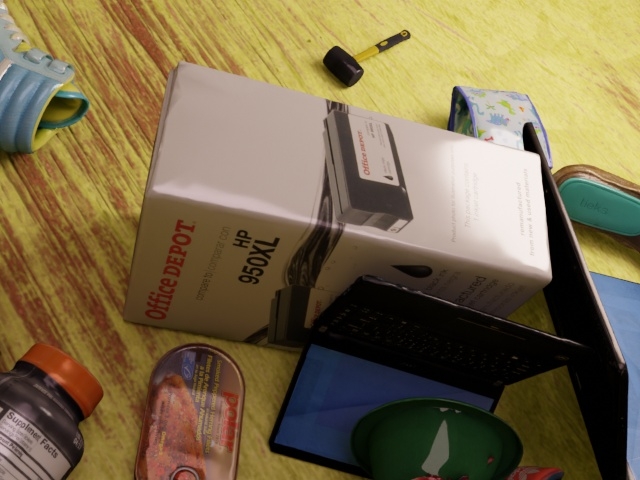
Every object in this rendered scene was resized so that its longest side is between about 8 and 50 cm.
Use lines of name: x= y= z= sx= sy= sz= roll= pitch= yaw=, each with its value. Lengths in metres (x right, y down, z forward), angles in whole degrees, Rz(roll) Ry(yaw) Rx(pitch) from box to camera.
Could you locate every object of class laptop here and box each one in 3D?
laptop: x=0.096 y=0.164 z=0.756 sx=0.234 sy=0.264 sz=0.136 roll=18 pitch=66 yaw=-10
laptop: x=0.411 y=0.101 z=0.895 sx=0.236 sy=0.408 sz=0.382 roll=-12 pitch=43 yaw=9

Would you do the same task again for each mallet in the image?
mallet: x=0.089 y=-0.294 z=1.183 sx=0.190 sy=0.039 sz=0.062 roll=-27 pitch=71 yaw=-35

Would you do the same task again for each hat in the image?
hat: x=0.102 y=0.271 z=0.716 sx=0.209 sy=0.173 sz=0.183 roll=21 pitch=40 yaw=-12

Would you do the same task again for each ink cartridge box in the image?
ink cartridge box: x=0.000 y=0.000 z=0.818 sx=0.395 sy=0.285 sz=0.166 roll=12 pitch=57 yaw=-12

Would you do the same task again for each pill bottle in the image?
pill bottle: x=-0.306 y=0.210 z=0.674 sx=0.130 sy=0.130 sz=0.245 roll=34 pitch=54 yaw=2

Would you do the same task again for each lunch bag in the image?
lunch bag: x=0.266 y=-0.163 z=1.130 sx=0.129 sy=0.096 sz=0.151 roll=4 pitch=69 yaw=-18

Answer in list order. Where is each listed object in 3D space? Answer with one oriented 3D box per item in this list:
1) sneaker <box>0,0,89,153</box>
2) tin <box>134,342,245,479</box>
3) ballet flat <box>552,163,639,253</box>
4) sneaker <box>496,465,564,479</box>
sneaker: x=-0.385 y=-0.238 z=0.921 sx=0.208 sy=0.127 sz=0.319 roll=7 pitch=68 yaw=-14
tin: x=-0.138 y=0.203 z=0.798 sx=0.106 sy=0.040 sz=0.189 roll=10 pitch=58 yaw=-10
ballet flat: x=0.503 y=-0.030 z=1.138 sx=0.342 sy=0.116 sz=0.124 roll=23 pitch=28 yaw=2
sneaker: x=0.295 y=0.394 z=0.774 sx=0.131 sy=0.148 sz=0.350 roll=-27 pitch=73 yaw=-31
